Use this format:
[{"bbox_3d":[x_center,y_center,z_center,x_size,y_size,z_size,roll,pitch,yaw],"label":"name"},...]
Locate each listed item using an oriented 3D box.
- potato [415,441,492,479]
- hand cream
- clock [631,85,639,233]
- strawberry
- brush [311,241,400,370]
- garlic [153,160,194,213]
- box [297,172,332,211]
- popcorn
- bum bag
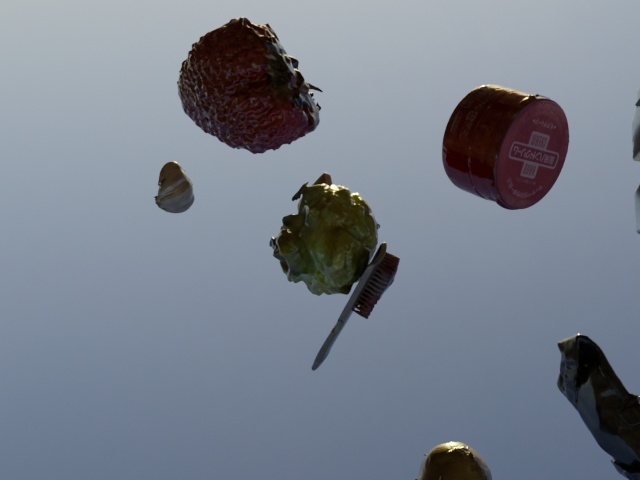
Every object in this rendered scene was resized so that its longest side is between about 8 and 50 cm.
[{"bbox_3d":[0.199,0.399,1.692,0.137,0.137,0.175,11,-110,45],"label":"potato"},{"bbox_3d":[0.302,-0.155,1.798,0.193,0.193,0.125,-40,-139,-22],"label":"hand cream"},{"bbox_3d":[0.561,-0.102,1.545,0.231,0.116,0.262,5,-109,-4],"label":"clock"},{"bbox_3d":[-0.143,-0.281,2.087,0.258,0.261,0.261,-30,-149,4],"label":"strawberry"},{"bbox_3d":[0.057,0.122,1.819,0.050,0.321,0.060,29,-132,1],"label":"brush"},{"bbox_3d":[-0.313,-0.113,2.366,0.074,0.113,0.094,-11,-159,47],"label":"garlic"},{"bbox_3d":[-0.015,-0.106,2.540,0.115,0.025,0.048,-46,-142,33],"label":"box"},{"bbox_3d":[0.000,0.000,1.790,0.213,0.197,0.198,-18,-158,-36],"label":"popcorn"},{"bbox_3d":[0.465,0.281,1.709,0.074,0.137,0.310,-19,-120,-26],"label":"bum bag"}]
